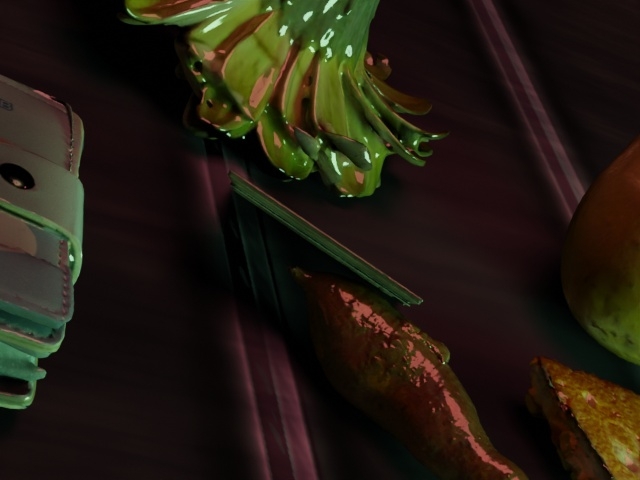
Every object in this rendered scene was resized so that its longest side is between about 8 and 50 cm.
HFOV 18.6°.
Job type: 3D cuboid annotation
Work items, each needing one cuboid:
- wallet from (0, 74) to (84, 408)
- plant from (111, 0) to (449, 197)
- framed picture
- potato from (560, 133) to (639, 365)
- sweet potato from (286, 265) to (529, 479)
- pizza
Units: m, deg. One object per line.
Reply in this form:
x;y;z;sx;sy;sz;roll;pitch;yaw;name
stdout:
-0.214;-0.021;1.048;0.176;0.075;0.250;19;28;-18;wallet
-0.002;-0.161;1.429;0.306;0.297;0.261;24;54;-58;plant
0.000;0.000;1.263;0.142;0.011;0.183;34;0;-1;framed picture
0.259;0.025;1.459;0.158;0.178;0.203;-27;82;-46;potato
0.062;0.098;1.188;0.226;0.068;0.068;46;27;15;sweet potato
0.186;0.132;1.305;0.131;0.041;0.178;36;25;-5;pizza
